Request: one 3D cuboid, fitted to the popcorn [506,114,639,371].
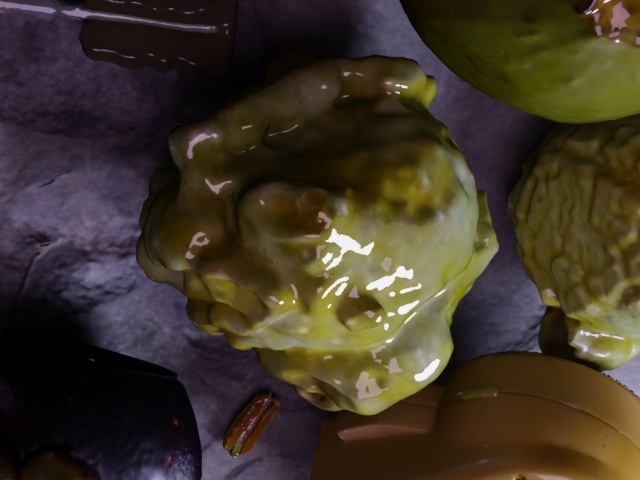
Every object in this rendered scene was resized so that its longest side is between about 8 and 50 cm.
[{"bbox_3d":[0.280,-0.019,1.402,0.173,0.225,0.286,-16,162,-36],"label":"popcorn"}]

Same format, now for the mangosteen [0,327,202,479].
[{"bbox_3d":[-0.249,0.205,1.389,0.287,0.287,0.233,21,93,-21],"label":"mangosteen"}]

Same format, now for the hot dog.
[{"bbox_3d":[-0.073,0.189,1.563,0.037,0.021,0.083,25,113,-34],"label":"hot dog"}]

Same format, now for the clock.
[{"bbox_3d":[0.175,0.235,1.480,0.317,0.200,0.244,-16,132,37],"label":"clock"}]

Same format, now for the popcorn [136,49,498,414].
[{"bbox_3d":[-0.010,-0.016,1.308,0.312,0.312,0.312,-5,121,-8],"label":"popcorn"}]

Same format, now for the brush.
[{"bbox_3d":[-0.219,-0.196,1.281,0.301,0.071,0.084,6,108,-13],"label":"brush"}]

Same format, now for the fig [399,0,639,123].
[{"bbox_3d":[0.213,-0.241,1.170,0.343,0.343,0.343,-5,121,-8],"label":"fig"}]
